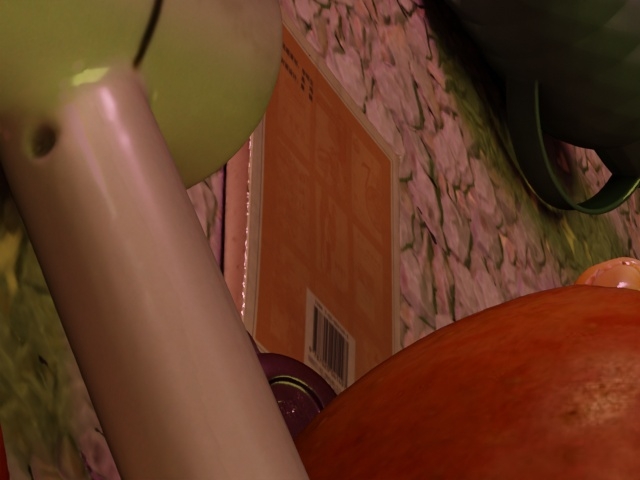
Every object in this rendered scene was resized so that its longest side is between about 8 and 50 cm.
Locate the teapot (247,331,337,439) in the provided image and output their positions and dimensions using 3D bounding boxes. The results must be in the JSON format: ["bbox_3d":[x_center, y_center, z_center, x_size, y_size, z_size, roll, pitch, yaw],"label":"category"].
[{"bbox_3d":[-0.026,0.085,0.904,0.068,0.045,0.100,-8,61,-45],"label":"teapot"}]

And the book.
[{"bbox_3d":[-0.001,0.000,1.056,0.170,0.018,0.242,49,32,-43],"label":"book"}]

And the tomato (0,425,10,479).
[{"bbox_3d":[-0.135,0.086,0.465,0.228,0.112,0.199,-69,176,-63],"label":"tomato"}]

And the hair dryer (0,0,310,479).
[{"bbox_3d":[-0.068,0.005,0.699,0.203,0.128,0.362,23,39,-61],"label":"hair dryer"}]

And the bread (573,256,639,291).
[{"bbox_3d":[0.232,0.086,1.415,0.177,0.084,0.119,44,33,-45],"label":"bread"}]

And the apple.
[{"bbox_3d":[0.108,0.187,0.779,0.339,0.339,0.340,47,33,-43],"label":"apple"}]

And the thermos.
[{"bbox_3d":[0.187,-0.136,1.434,0.182,0.145,0.286,-58,134,-21],"label":"thermos"}]
